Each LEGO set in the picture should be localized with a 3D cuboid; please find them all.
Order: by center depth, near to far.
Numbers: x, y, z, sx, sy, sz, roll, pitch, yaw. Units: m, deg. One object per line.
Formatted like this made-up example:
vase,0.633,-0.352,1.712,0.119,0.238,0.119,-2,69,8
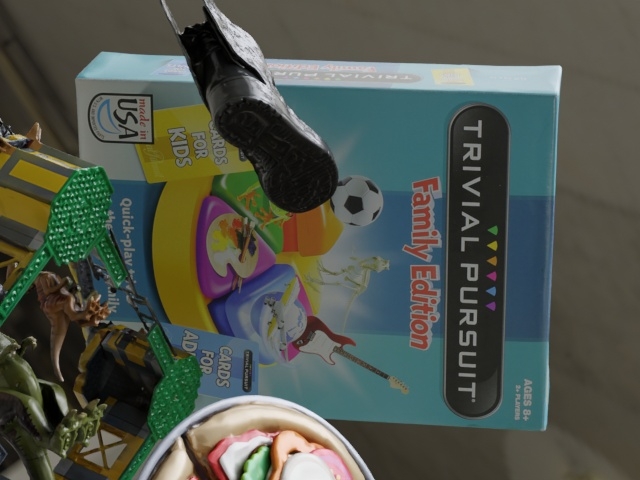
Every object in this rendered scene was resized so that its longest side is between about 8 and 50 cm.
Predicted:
LEGO set,-0.234,0.069,1.157,0.192,0.255,0.331,21,-19,25

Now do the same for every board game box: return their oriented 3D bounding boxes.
board game box,0.000,0.000,1.322,0.079,0.336,0.254,-67,157,-68

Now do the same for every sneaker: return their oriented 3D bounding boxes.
sneaker,-0.044,-0.090,1.145,0.170,0.051,0.089,48,15,-55

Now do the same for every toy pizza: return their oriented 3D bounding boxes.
toy pizza,-0.020,0.177,0.925,0.032,0.201,0.201,-15,-66,44
